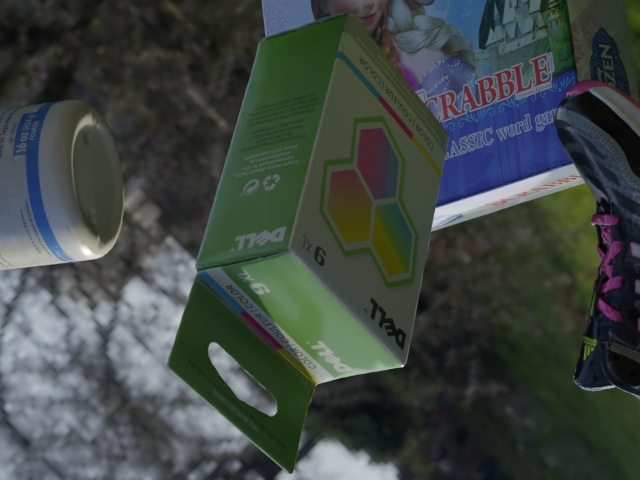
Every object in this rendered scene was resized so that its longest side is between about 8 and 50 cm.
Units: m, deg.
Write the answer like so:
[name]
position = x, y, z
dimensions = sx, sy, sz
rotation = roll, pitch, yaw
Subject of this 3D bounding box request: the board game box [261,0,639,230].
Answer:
[board game box]
position = 0.080, -0.173, 1.362
dimensions = 0.066, 0.318, 0.318
rotation = 3, -105, -40

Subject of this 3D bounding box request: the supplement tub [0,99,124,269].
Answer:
[supplement tub]
position = -0.145, -0.021, 0.804
dimensions = 0.071, 0.107, 0.071
rotation = -6, -90, -75

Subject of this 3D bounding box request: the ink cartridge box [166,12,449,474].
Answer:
[ink cartridge box]
position = 0.000, 0.000, 0.946
dimensions = 0.109, 0.062, 0.209
rotation = 47, -136, -39

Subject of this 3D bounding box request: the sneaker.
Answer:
[sneaker]
position = 0.124, 0.023, 0.709
dimensions = 0.170, 0.075, 0.063
rotation = 62, 178, -4
